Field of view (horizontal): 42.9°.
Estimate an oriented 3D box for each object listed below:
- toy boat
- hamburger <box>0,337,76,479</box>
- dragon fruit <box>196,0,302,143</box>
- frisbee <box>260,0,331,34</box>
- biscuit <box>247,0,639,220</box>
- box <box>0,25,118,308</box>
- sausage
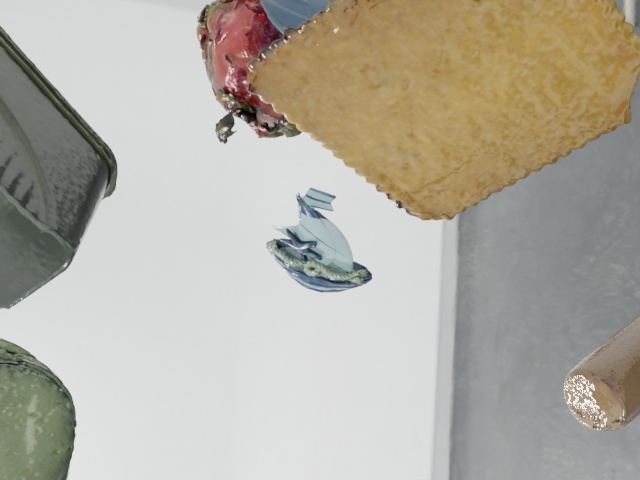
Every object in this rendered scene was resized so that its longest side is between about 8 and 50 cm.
[{"bbox_3d":[-0.025,0.002,1.581,0.292,0.210,0.070,60,-138,-42],"label":"toy boat"},{"bbox_3d":[-0.223,0.133,0.531,0.062,0.133,0.140,-10,54,46],"label":"hamburger"},{"bbox_3d":[-0.085,-0.302,1.387,0.291,0.250,0.269,-175,78,-70],"label":"dragon fruit"},{"bbox_3d":[0.052,-0.327,1.194,0.289,0.289,0.049,-99,28,-49],"label":"frisbee"},{"bbox_3d":[0.100,-0.111,0.581,0.232,0.237,0.013,-30,44,32],"label":"biscuit"},{"bbox_3d":[-0.297,-0.087,0.667,0.138,0.274,0.178,-34,27,13],"label":"box"},{"bbox_3d":[0.494,0.215,1.320,0.123,0.253,0.123,20,120,40],"label":"sausage"}]
